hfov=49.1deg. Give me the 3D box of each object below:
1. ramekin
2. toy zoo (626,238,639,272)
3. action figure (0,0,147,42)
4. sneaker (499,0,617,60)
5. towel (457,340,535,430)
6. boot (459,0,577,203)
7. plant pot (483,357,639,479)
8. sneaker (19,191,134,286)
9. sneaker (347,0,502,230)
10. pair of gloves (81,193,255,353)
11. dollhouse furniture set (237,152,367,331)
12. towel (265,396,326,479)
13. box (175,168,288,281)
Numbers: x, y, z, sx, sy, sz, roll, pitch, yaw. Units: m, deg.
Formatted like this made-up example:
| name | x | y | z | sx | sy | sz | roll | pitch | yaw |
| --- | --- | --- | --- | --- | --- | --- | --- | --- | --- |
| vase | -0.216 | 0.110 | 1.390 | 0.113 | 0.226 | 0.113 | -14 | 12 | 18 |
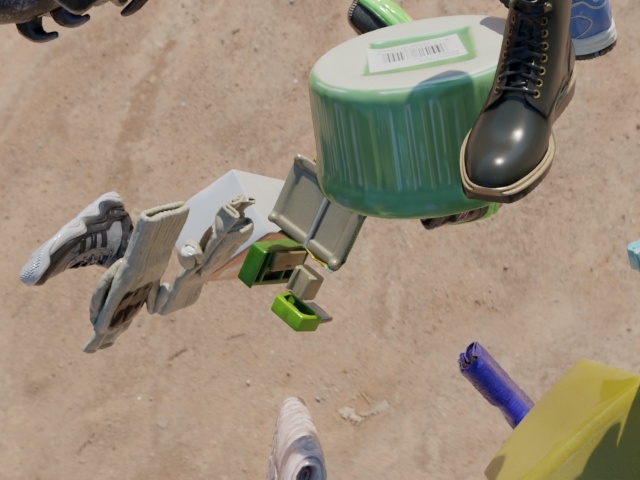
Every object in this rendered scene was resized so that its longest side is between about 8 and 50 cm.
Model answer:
| name | x | y | z | sx | sy | sz | roll | pitch | yaw |
| --- | --- | --- | --- | --- | --- | --- | --- | --- | --- |
| ramekin | 0.128 | -0.166 | 0.863 | 0.303 | 0.148 | 0.303 | -10 | 30 | 6 |
| toy zoo | 0.376 | 0.007 | 0.500 | 0.293 | 0.030 | 0.192 | -6 | 29 | 35 |
| action figure | -0.128 | -0.178 | 0.357 | 0.275 | 0.164 | 0.141 | 5 | 108 | 35 |
| sneaker | 0.253 | -0.284 | 0.766 | 0.080 | 0.081 | 0.211 | -28 | 48 | -3 |
| towel | 0.418 | 0.367 | 1.525 | 0.076 | 0.227 | 0.308 | -43 | 83 | 10 |
| boot | 0.157 | -0.138 | 0.561 | 0.076 | 0.137 | 0.198 | 10 | 49 | 23 |
| plant pot | 0.303 | 0.277 | 0.766 | 0.187 | 0.212 | 0.212 | -34 | 84 | 1 |
| sneaker | -0.411 | 0.029 | 1.277 | 0.101 | 0.153 | 0.269 | -31 | 16 | 36 |
| sneaker | 0.164 | -0.207 | 1.242 | 0.202 | 0.483 | 0.185 | -27 | 25 | 9 |
| pair of gloves | -0.172 | 0.035 | 0.849 | 0.042 | 0.240 | 0.204 | 42 | 112 | 14 |
| dollhouse furniture set | 0.000 | 0.000 | 1.368 | 0.197 | 0.151 | 0.302 | 37 | 112 | 30 |
| towel | -0.055 | 0.374 | 0.865 | 0.053 | 0.332 | 0.317 | 12 | 87 | -6 |
| box | -0.174 | -0.029 | 1.671 | 0.215 | 0.345 | 0.168 | -34 | 79 | 17 |
